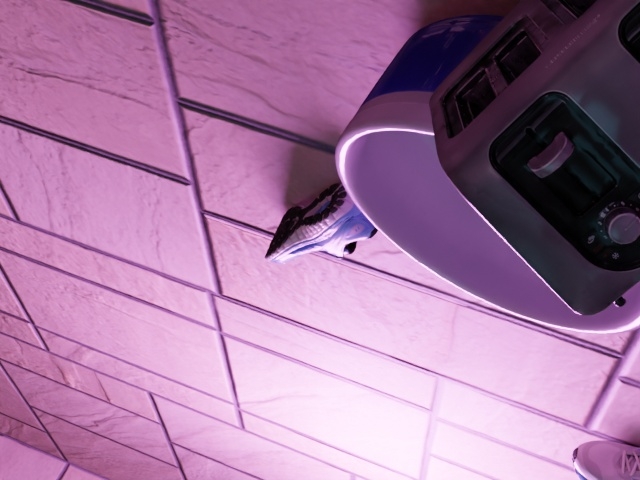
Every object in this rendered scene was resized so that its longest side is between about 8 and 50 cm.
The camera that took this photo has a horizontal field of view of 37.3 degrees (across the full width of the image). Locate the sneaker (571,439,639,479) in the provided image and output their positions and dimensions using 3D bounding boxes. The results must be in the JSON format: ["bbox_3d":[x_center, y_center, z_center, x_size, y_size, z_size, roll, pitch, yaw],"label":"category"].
[{"bbox_3d":[0.394,0.268,1.113,0.190,0.071,0.083,14,142,6],"label":"sneaker"}]

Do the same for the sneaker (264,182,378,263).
[{"bbox_3d":[0.000,0.000,1.001,0.073,0.063,0.162,35,149,-20],"label":"sneaker"}]

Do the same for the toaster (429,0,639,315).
[{"bbox_3d":[0.153,-0.078,0.485,0.110,0.186,0.168,42,109,-13],"label":"toaster"}]

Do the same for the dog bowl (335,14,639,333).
[{"bbox_3d":[0.149,-0.043,0.722,0.265,0.104,0.265,29,161,10],"label":"dog bowl"}]
